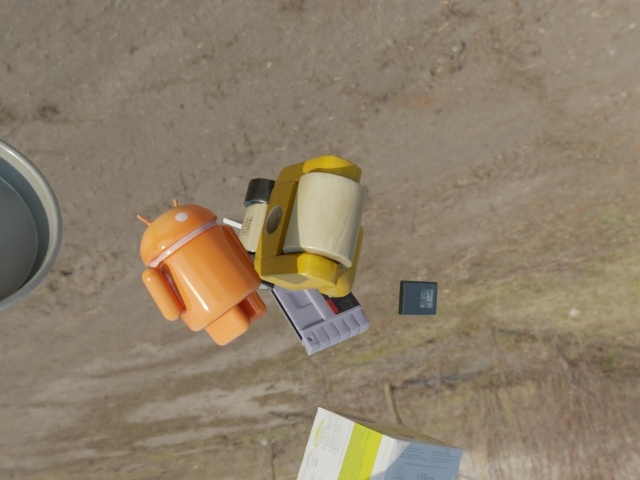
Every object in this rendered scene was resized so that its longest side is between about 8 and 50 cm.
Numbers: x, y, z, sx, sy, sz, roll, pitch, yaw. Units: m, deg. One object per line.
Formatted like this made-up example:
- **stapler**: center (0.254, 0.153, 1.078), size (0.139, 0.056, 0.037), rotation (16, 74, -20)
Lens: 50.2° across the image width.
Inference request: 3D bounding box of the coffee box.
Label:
- **coffee box**: center (0.163, 0.723, 2.047), size (0.337, 0.338, 0.334), rotation (23, 170, -39)

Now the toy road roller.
- **toy road roller**: center (0.000, 0.000, 1.227), size (0.240, 0.203, 0.329), rotation (21, 163, -30)

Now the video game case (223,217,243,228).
- **video game case**: center (-0.149, -0.032, 1.561), size (0.087, 0.011, 0.122), rotation (20, -170, 38)

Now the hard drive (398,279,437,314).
- **hard drive**: center (0.270, 0.159, 1.883), size (0.135, 0.094, 0.022), rotation (5, 178, -40)

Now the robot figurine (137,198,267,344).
- **robot figurine**: center (-0.172, 0.041, 0.978), size (0.158, 0.219, 0.128), rotation (-35, 180, -14)

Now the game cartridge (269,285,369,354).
- **game cartridge**: center (-0.023, 0.175, 2.181), size (0.230, 0.355, 0.068), rotation (-22, 148, -22)

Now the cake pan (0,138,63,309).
- **cake pan**: center (-0.475, -0.022, 0.841), size (0.293, 0.293, 0.054), rotation (5, 147, -33)
